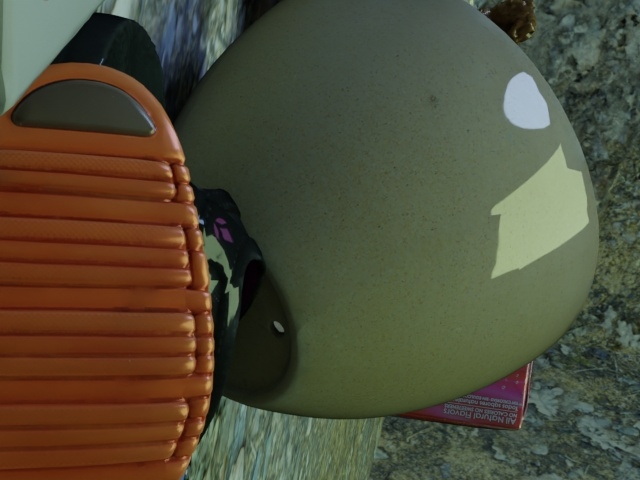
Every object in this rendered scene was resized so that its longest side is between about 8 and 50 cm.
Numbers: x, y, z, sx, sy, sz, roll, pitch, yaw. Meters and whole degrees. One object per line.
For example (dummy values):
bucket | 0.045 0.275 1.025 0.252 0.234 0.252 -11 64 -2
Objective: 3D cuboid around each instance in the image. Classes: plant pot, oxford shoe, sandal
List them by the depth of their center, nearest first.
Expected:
oxford shoe | -0.130 0.104 0.706 0.132 0.130 0.364 -163 -100 -71
sandal | -0.086 0.062 0.889 0.446 0.107 0.168 92 11 -45
plant pot | 0.000 0.000 1.003 0.191 0.284 0.284 -35 142 -39

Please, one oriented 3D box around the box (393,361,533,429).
box | 0.042 0.076 1.303 0.128 0.256 0.123 49 49 -81

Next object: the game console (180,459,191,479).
game console | -0.086 0.193 1.199 0.122 0.071 0.107 -46 145 -78

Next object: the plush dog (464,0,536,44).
plush dog | 0.032 -0.221 1.232 0.262 0.210 0.225 -74 144 -52

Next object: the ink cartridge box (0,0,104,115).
ink cartridge box | -0.092 -0.190 0.454 0.289 0.121 0.211 -68 165 -57
